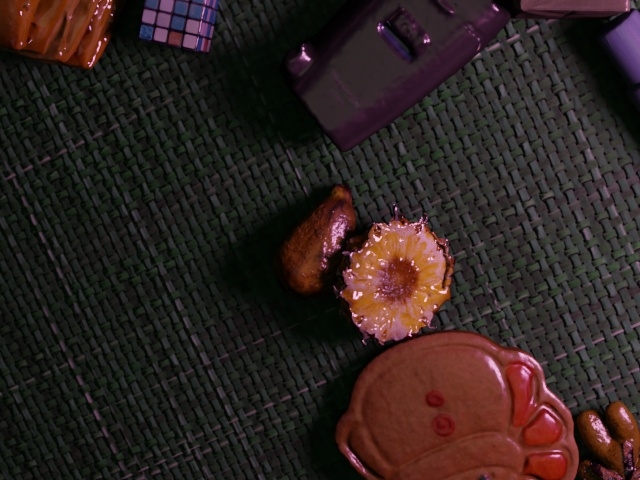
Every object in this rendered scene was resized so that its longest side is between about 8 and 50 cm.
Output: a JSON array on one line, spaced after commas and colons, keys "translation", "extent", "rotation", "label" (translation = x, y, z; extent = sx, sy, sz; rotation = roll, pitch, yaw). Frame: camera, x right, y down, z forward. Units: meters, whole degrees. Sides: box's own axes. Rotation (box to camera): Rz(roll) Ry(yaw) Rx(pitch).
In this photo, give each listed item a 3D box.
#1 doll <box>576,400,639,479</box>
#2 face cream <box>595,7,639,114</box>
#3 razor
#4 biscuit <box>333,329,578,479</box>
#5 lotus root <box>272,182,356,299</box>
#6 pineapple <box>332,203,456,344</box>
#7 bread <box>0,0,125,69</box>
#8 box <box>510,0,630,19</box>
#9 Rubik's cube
[{"translation": [0.462, 0.350, 1.539], "extent": [0.137, 0.097, 0.210], "rotation": [-29, 89, 14], "label": "doll"}, {"translation": [0.535, -0.161, 1.466], "extent": [0.135, 0.086, 0.385], "rotation": [-38, 98, 9], "label": "face cream"}, {"translation": [0.102, -0.287, 1.473], "extent": [0.327, 0.107, 0.189], "rotation": [-39, 93, 10], "label": "razor"}, {"translation": [0.215, 0.324, 1.575], "extent": [0.358, 0.074, 0.381], "rotation": [-19, 93, 10], "label": "biscuit"}, {"translation": [0.000, 0.000, 1.534], "extent": [0.108, 0.094, 0.191], "rotation": [26, 96, -17], "label": "lotus root"}, {"translation": [0.109, 0.052, 1.518], "extent": [0.221, 0.047, 0.221], "rotation": [-6, 105, -23], "label": "pineapple"}, {"translation": [-0.464, -0.426, 1.467], "extent": [0.369, 0.191, 0.314], "rotation": [22, 100, 3], "label": "bread"}, {"translation": [0.343, -0.427, 1.410], "extent": [0.155, 0.149, 0.232], "rotation": [0, 98, 5], "label": "box"}, {"translation": [-0.209, -0.332, 1.503], "extent": [0.092, 0.092, 0.092], "rotation": [13, 99, 3], "label": "Rubik's cube"}]
